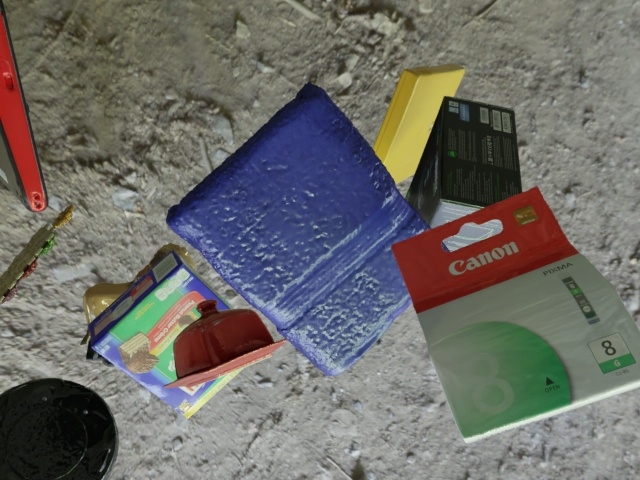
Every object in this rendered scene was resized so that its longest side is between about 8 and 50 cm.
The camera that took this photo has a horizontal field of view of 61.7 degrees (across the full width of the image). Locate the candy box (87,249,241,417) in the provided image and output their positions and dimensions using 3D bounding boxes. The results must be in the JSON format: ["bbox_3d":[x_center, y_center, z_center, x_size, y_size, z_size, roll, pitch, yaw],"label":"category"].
[{"bbox_3d":[-0.331,0.228,1.275,0.268,0.122,0.317,-43,122,-5],"label":"candy box"}]

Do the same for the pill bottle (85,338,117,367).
[{"bbox_3d":[-0.578,0.320,1.604,0.219,0.123,0.123,10,77,-20],"label":"pill bottle"}]

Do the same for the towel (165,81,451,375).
[{"bbox_3d":[0.000,0.000,0.640,0.227,0.076,0.308,-41,118,1],"label":"towel"}]

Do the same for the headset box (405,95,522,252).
[{"bbox_3d":[0.233,-0.059,0.947,0.131,0.283,0.246,12,54,0],"label":"headset box"}]

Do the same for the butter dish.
[{"bbox_3d":[-0.160,0.149,0.832,0.160,0.160,0.118,-12,79,-45],"label":"butter dish"}]

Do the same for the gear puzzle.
[{"bbox_3d":[-0.821,0.036,1.550,0.044,0.175,0.339,43,71,-34],"label":"gear puzzle"}]

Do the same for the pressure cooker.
[{"bbox_3d":[-0.772,0.613,1.468,0.375,0.420,0.370,17,50,-25],"label":"pressure cooker"}]

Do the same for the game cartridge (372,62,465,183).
[{"bbox_3d":[0.213,-0.264,1.244,0.052,0.285,0.323,32,31,20],"label":"game cartridge"}]

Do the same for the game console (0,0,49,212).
[{"bbox_3d":[-0.535,-0.248,0.867,0.060,0.386,0.342,-22,120,-32],"label":"game console"}]

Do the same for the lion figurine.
[{"bbox_3d":[-0.512,0.156,1.455,0.392,0.142,0.240,-16,121,0],"label":"lion figurine"}]

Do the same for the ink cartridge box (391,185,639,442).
[{"bbox_3d":[0.184,0.060,0.530,0.181,0.056,0.225,-22,65,8],"label":"ink cartridge box"}]
